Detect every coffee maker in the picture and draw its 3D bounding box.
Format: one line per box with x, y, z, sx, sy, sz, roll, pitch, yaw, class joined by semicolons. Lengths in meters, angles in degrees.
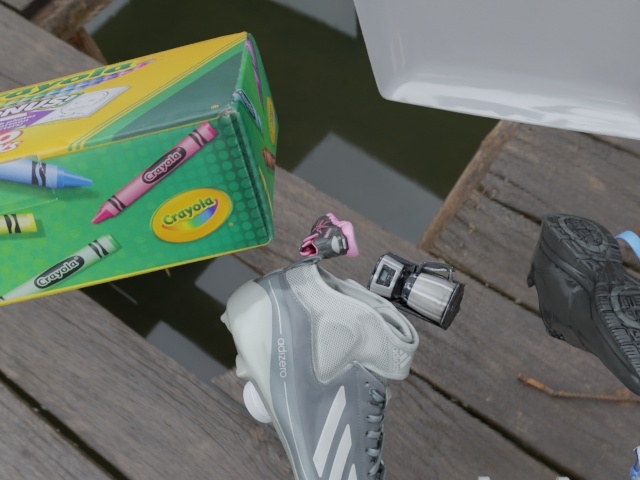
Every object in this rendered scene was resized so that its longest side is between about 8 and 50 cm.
0.195;0.111;1.463;0.178;0.171;0.120;24;63;18;coffee maker

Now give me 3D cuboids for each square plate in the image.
0.195;-0.240;0.721;0.344;0.347;0.049;14;68;22;square plate

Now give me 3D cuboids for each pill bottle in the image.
-0.053;0.288;1.446;0.209;0.119;0.119;-36;57;29;pill bottle

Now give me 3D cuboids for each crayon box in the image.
-0.168;-0.039;0.431;0.279;0.081;0.165;-13;28;5;crayon box

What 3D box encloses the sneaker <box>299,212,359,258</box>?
0.000;0.000;0.781;0.057;0.119;0.047;-19;98;-12;sneaker

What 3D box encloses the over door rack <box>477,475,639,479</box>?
0.339;0.488;0.975;0.240;0.108;0.323;-1;101;6;over door rack

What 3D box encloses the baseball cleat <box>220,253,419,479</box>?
0.022;0.108;0.425;0.110;0.072;0.205;-25;102;14;baseball cleat

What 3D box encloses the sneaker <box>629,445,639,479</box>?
0.527;0.387;1.119;0.059;0.053;0.144;-26;34;42;sneaker

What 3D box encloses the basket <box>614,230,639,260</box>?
0.666;0.127;1.452;0.201;0.254;0.288;-27;76;-3;basket

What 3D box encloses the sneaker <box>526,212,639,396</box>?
0.333;0.088;0.849;0.109;0.130;0.286;7;34;-11;sneaker
